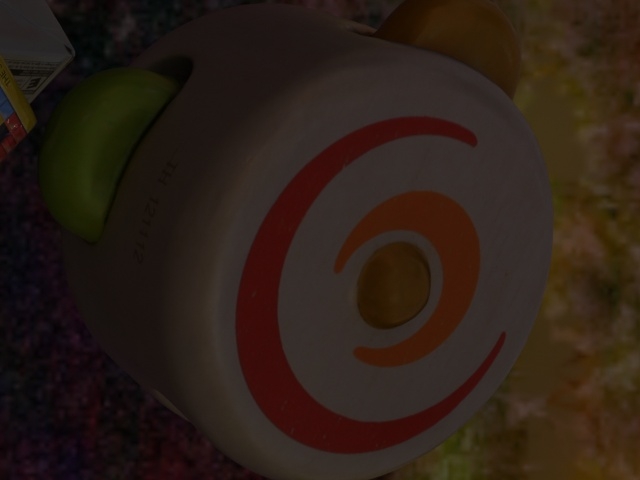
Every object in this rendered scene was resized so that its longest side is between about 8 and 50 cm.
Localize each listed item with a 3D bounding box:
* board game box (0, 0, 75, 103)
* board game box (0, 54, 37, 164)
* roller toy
[{"bbox_3d":[-0.339,-0.065,0.913,0.224,0.303,0.097,-4,59,-57],"label":"board game box"},{"bbox_3d":[-0.191,-0.097,0.476,0.048,0.141,0.170,-52,137,-29],"label":"board game box"},{"bbox_3d":[0.000,0.000,0.617,0.146,0.209,0.191,29,-43,53],"label":"roller toy"}]
